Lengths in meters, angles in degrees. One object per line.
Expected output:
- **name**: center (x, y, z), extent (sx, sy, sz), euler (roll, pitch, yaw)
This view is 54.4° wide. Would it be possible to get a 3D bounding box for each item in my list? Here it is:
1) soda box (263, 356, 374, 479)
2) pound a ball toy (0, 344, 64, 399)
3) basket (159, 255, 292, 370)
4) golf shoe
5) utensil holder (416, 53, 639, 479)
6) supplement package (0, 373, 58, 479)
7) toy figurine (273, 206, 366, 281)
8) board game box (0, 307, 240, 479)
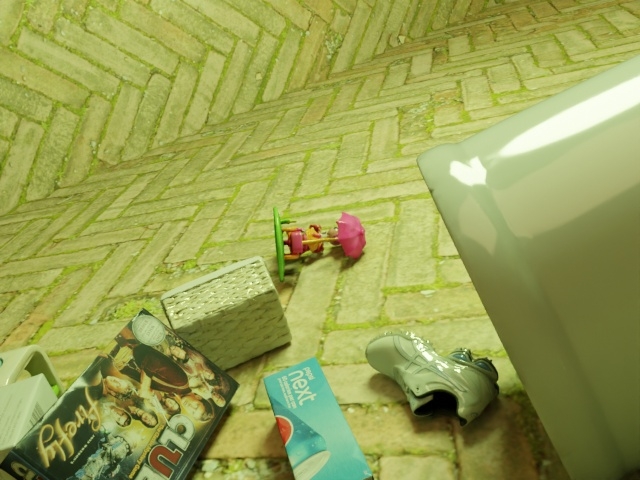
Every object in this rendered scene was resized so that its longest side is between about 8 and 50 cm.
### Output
- **soda box**: center (-0.002, 0.217, 0.670), extent (0.071, 0.067, 0.210), euler (-21, 25, -8)
- **pound a ball toy**: center (-0.553, 0.226, 0.917), extent (0.318, 0.136, 0.208), euler (-14, 25, 5)
- **basket**: center (-0.135, 0.115, 0.911), extent (0.167, 0.113, 0.103), euler (-22, 29, -10)
- **golf shoe**: center (0.113, 0.159, 0.721), extent (0.176, 0.069, 0.086), euler (6, 39, 41)
- **utensil holder**: center (0.324, -0.014, 0.533), extent (0.385, 0.328, 0.328), euler (-27, 23, 11)
- **supplement package**: center (-0.425, 0.281, 0.723), extent (0.243, 0.134, 0.139), euler (-19, 25, -3)
- **toy figurine**: center (0.000, 0.000, 1.101), extent (0.159, 0.130, 0.173), euler (-5, 0, -6)
- **board game box**: center (-0.213, 0.207, 0.719), extent (0.042, 0.165, 0.243), euler (-46, 8, 35)
